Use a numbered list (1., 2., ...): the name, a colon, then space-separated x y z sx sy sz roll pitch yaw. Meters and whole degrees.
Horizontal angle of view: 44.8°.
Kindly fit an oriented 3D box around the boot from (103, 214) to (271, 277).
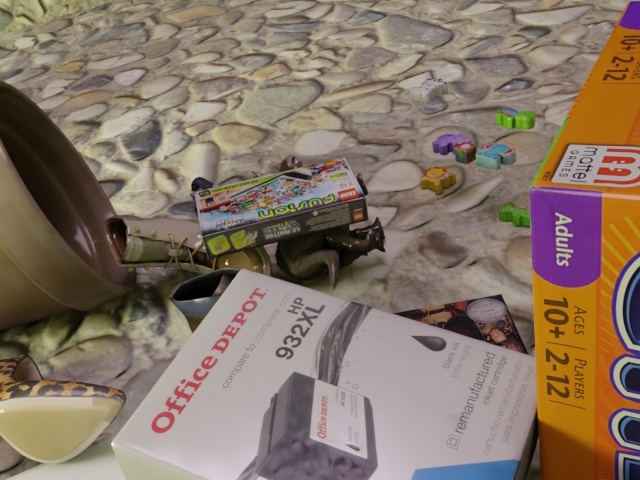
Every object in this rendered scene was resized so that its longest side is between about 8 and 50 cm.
1. boot: -0.177 0.018 1.021 0.165 0.077 0.213 4 16 -40

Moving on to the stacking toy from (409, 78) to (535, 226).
1. stacking toy: 0.220 -0.127 1.101 0.052 0.167 0.221 -31 37 -27

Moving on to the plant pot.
1. plant pot: -0.452 -0.003 1.037 0.280 0.323 0.323 -31 34 3

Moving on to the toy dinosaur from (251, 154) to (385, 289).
1. toy dinosaur: 0.000 0.000 1.055 0.160 0.121 0.313 -18 37 11

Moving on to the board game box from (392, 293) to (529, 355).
1. board game box: 0.100 0.143 0.844 0.243 0.042 0.165 -11 33 1

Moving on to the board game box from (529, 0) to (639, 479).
1. board game box: 0.395 0.035 0.627 0.356 0.356 0.356 8 38 28

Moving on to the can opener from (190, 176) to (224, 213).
1. can opener: -0.143 -0.053 1.198 0.073 0.059 0.186 -27 36 -23

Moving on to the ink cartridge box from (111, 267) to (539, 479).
1. ink cartridge box: 0.016 0.174 0.676 0.307 0.129 0.223 15 47 22

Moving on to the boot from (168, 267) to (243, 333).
1. boot: -0.074 0.083 0.872 0.219 0.106 0.082 -14 37 34

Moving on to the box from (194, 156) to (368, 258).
1. box: -0.052 -0.044 0.995 0.207 0.036 0.114 -14 35 -6

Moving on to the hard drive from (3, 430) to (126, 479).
1. hard drive: -0.212 0.275 0.743 0.307 0.040 0.203 -21 34 -15

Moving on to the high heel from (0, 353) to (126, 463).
1. high heel: -0.296 0.158 0.855 0.261 0.093 0.186 -19 23 20
